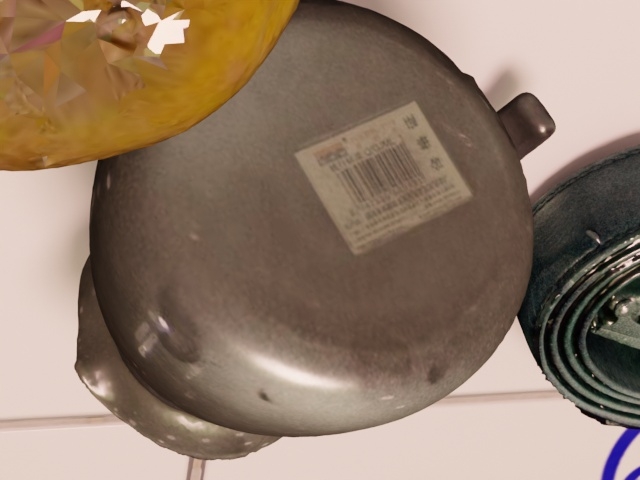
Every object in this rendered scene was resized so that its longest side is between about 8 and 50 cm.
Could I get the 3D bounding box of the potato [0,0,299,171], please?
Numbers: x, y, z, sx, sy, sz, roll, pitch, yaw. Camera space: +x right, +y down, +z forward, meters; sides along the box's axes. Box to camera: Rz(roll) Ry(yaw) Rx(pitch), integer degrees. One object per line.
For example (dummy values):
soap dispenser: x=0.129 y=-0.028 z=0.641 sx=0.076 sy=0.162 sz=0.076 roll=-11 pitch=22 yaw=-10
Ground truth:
potato: x=-0.194 y=-0.167 z=0.447 sx=0.397 sy=0.296 sz=0.290 roll=8 pitch=125 yaw=-25

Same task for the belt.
belt: x=0.264 y=0.040 z=0.874 sx=0.267 sy=0.116 sz=0.206 roll=25 pitch=122 yaw=-29

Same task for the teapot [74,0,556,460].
teapot: x=-0.021 y=-0.010 z=0.695 sx=0.223 sy=0.305 sz=0.285 roll=34 pitch=150 yaw=-8
